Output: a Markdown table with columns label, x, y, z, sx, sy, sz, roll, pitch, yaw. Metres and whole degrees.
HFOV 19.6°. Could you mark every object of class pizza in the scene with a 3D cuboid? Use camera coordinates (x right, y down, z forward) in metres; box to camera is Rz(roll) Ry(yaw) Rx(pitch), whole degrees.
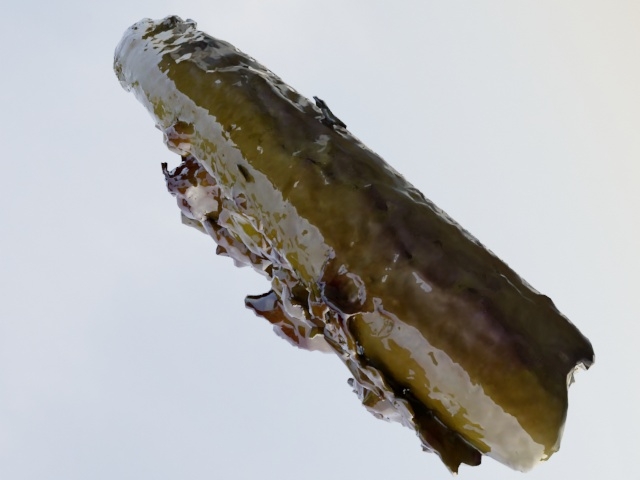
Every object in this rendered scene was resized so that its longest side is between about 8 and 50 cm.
| label | x | y | z | sx | sy | sz | roll | pitch | yaw |
| --- | --- | --- | --- | --- | --- | --- | --- | --- | --- |
| pizza | 0.000 | 0.000 | 0.790 | 0.305 | 0.085 | 0.161 | 42 | 179 | 38 |
